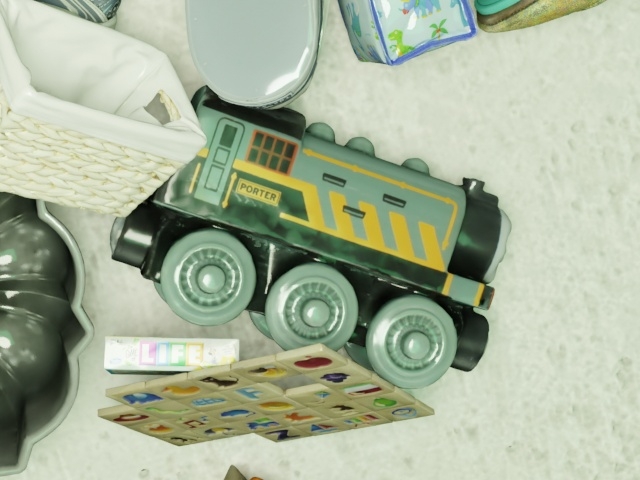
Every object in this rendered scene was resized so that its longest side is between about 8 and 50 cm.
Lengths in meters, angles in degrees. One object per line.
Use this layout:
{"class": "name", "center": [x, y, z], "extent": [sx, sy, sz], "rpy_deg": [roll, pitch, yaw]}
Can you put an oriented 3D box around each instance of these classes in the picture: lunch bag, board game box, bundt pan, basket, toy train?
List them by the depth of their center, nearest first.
{"class": "basket", "center": [-0.189, -0.094, 0.915], "extent": [0.167, 0.113, 0.103], "rpy_deg": [13, 131, -45]}
{"class": "lunch bag", "center": [0.056, -0.223, 0.985], "extent": [0.096, 0.129, 0.151], "rpy_deg": [-22, 102, -7]}
{"class": "bundt pan", "center": [-0.348, 0.049, 0.993], "extent": [0.331, 0.124, 0.330], "rpy_deg": [-2, 102, -8]}
{"class": "board game box", "center": [-0.124, 0.097, 1.017], "extent": [0.104, 0.154, 0.026], "rpy_deg": [2, 82, -8]}
{"class": "toy train", "center": [0.000, 0.000, 1.027], "extent": [0.334, 0.142, 0.190], "rpy_deg": [18, 89, -11]}

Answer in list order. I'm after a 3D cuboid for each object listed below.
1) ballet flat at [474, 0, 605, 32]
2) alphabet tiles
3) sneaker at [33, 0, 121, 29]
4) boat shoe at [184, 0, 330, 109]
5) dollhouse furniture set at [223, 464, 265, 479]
{"class": "ballet flat", "center": [0.275, -0.285, 1.015], "extent": [0.123, 0.123, 0.348], "rpy_deg": [38, 95, -13]}
{"class": "alphabet tiles", "center": [-0.054, 0.137, 1.014], "extent": [0.237, 0.198, 0.009], "rpy_deg": [-14, 63, 26]}
{"class": "sneaker", "center": [-0.269, -0.222, 0.910], "extent": [0.283, 0.110, 0.122], "rpy_deg": [7, 116, -44]}
{"class": "boat shoe", "center": [-0.036, -0.282, 0.952], "extent": [0.136, 0.156, 0.367], "rpy_deg": [-3, 91, 8]}
{"class": "dollhouse furniture set", "center": [-0.011, 0.356, 1.120], "extent": [0.262, 0.135, 0.259], "rpy_deg": [25, 86, -12]}
